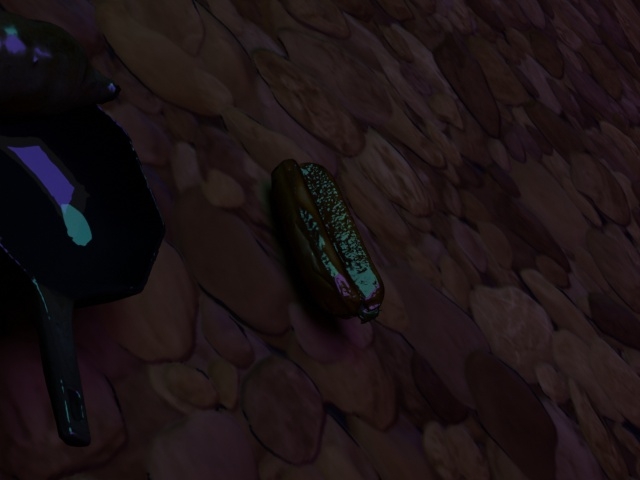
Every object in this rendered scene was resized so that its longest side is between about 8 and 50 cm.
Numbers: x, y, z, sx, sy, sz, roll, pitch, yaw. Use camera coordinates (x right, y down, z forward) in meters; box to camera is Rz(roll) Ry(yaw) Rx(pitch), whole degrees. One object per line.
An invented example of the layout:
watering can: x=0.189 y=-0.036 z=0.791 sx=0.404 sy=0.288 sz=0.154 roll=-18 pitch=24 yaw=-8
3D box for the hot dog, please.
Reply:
hot dog: x=0.000 y=0.000 z=0.799 sx=0.049 sy=0.037 sz=0.122 roll=12 pitch=40 yaw=-36

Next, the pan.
pan: x=-0.134 y=-0.003 z=0.576 sx=0.128 sy=0.048 sz=0.202 roll=41 pitch=27 yaw=-17

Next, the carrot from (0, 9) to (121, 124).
carrot: x=-0.218 y=-0.073 z=0.477 sx=0.342 sy=0.070 sz=0.070 roll=6 pitch=51 yaw=-43
